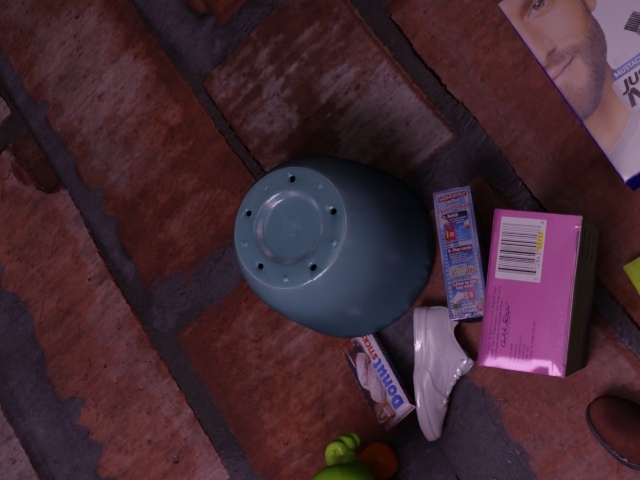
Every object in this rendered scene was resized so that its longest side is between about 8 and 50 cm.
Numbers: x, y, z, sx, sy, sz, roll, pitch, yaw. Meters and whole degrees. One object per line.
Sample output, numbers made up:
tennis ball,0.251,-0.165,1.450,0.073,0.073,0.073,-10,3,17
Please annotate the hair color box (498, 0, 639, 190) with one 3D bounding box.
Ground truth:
hair color box,0.435,-0.265,1.359,0.185,0.110,0.338,-36,71,18

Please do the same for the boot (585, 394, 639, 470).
boot,0.482,0.216,1.201,0.096,0.280,0.264,-29,49,-26

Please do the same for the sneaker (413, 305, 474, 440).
sneaker,0.194,0.207,1.448,0.094,0.080,0.212,-2,85,9

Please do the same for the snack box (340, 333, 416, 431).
snack box,0.090,0.217,1.473,0.064,0.022,0.178,-45,42,15

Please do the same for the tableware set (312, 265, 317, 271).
tableware set,0.057,0.048,1.547,0.169,0.020,0.141,36,96,25

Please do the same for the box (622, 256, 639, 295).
box,0.511,0.080,1.287,0.109,0.042,0.178,-34,44,18

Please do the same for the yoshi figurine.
yoshi figurine,0.051,0.386,1.334,0.204,0.362,0.202,25,95,24

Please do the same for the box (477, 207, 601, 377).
box,0.314,0.074,1.307,0.117,0.243,0.213,6,88,23

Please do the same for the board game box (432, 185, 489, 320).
board game box,0.220,0.023,1.384,0.060,0.194,0.194,-11,81,16

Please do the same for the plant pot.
plant pot,0.000,0.000,1.439,0.293,0.235,0.292,-4,80,24
